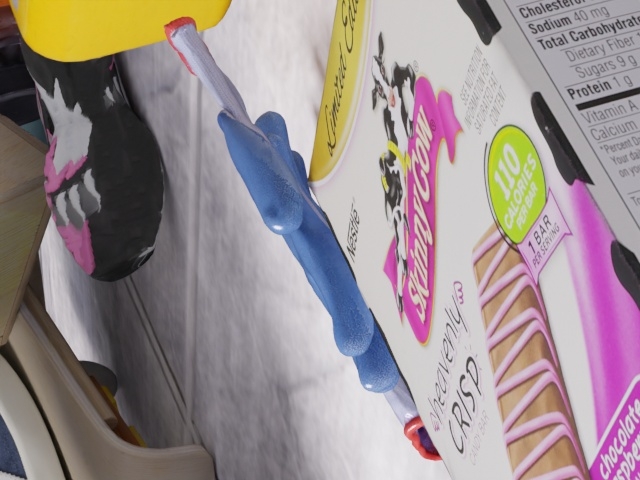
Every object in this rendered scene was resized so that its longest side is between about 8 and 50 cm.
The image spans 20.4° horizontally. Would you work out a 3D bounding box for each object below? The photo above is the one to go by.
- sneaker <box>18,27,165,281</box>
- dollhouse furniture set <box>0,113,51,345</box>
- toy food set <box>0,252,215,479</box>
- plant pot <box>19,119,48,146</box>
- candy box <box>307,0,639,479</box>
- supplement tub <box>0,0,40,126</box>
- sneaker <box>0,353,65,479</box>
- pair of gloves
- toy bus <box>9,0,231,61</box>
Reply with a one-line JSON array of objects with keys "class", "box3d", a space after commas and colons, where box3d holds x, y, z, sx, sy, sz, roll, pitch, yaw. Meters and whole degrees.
[{"class": "sneaker", "box3d": [-0.135, -0.059, 1.085, 0.077, 0.072, 0.178, 92, 167, -73]}, {"class": "dollhouse furniture set", "box3d": [-0.404, -0.056, 1.120, 0.394, 0.256, 0.362, 35, 123, 17]}, {"class": "toy food set", "box3d": [-0.155, 0.128, 1.267, 0.306, 0.092, 0.219, 48, 149, 40]}, {"class": "plant pot", "box3d": [-0.370, -0.178, 1.385, 0.247, 0.252, 0.247, -147, 45, -65]}, {"class": "candy box", "box3d": [0.075, 0.018, 0.458, 0.159, 0.071, 0.233, 99, 151, -54]}, {"class": "supplement tub", "box3d": [-0.232, -0.177, 1.203, 0.106, 0.106, 0.197, 133, 121, -70]}, {"class": "sneaker", "box3d": [-0.241, 0.222, 1.226, 0.350, 0.148, 0.131, 62, 156, 18]}, {"class": "pair of gloves", "box3d": [0.000, 0.000, 0.660, 0.159, 0.023, 0.198, 60, -179, 24]}, {"class": "toy bus", "box3d": [-0.073, -0.206, 0.676, 0.332, 0.108, 0.130, 117, 135, -65]}]
